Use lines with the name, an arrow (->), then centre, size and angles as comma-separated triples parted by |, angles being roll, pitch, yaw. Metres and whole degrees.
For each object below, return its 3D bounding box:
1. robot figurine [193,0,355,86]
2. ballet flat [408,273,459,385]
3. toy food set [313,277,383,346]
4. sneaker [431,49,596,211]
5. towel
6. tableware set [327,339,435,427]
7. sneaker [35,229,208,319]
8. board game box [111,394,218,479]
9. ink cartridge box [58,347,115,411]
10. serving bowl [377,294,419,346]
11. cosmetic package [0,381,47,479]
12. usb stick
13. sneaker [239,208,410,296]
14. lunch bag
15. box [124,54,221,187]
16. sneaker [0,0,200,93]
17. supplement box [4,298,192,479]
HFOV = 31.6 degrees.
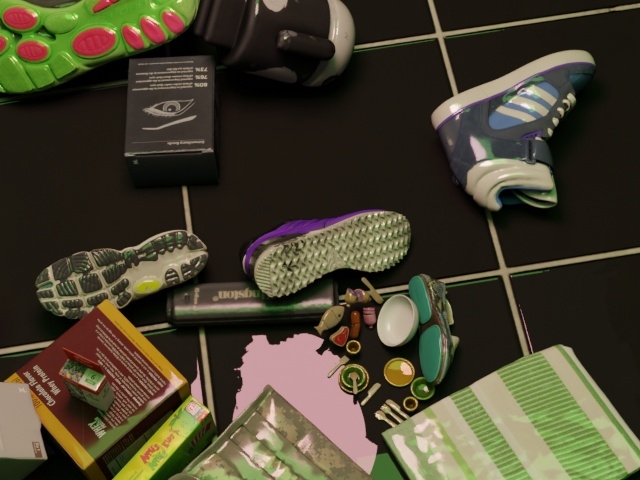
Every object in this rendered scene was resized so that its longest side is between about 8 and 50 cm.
robot figurine -> -0.075, -0.361, 1.958 | 0.278, 0.173, 0.209 | 10, 55, -28
ballet flat -> 0.186, 0.139, 1.771 | 0.070, 0.070, 0.188 | -5, 63, -1
toy food set -> 0.052, 0.120, 1.786 | 0.122, 0.019, 0.078 | -49, 114, -20
sneaker -> 0.367, -0.166, 1.907 | 0.323, 0.130, 0.236 | -22, 72, -15
towel -> 0.293, 0.313, 1.684 | 0.325, 0.038, 0.248 | -27, 62, -11
tableware set -> 0.095, 0.213, 1.752 | 0.154, 0.024, 0.104 | 37, 68, 20
sneaker -> -0.313, 0.060, 1.807 | 0.275, 0.110, 0.107 | -14, 87, -12
board game box -> -0.231, 0.322, 1.664 | 0.043, 0.092, 0.181 | 35, 68, 20
ink cartridge box -> -0.328, 0.195, 1.575 | 0.063, 0.115, 0.029 | 23, 63, 14
serving bowl -> 0.127, 0.128, 1.777 | 0.027, 0.083, 0.083 | 19, 52, -37
cosmetic package -> -0.502, 0.310, 1.606 | 0.238, 0.107, 0.127 | -43, 56, 29
usb stick -> -0.107, 0.099, 1.809 | 0.278, 0.045, 0.077 | -3, 62, 1
sneaker -> 0.000, -0.001, 1.829 | 0.293, 0.102, 0.146 | -13, 21, -26
lunch bag -> -0.089, 0.388, 1.575 | 0.235, 0.169, 0.287 | 41, 70, 14
box -> -0.252, -0.205, 1.947 | 0.153, 0.108, 0.207 | -2, 61, 1
sneaker -> -0.431, -0.377, 2.032 | 0.483, 0.202, 0.185 | -8, 101, 12
supplement box -> -0.325, 0.234, 1.694 | 0.194, 0.129, 0.191 | -41, 67, -19
